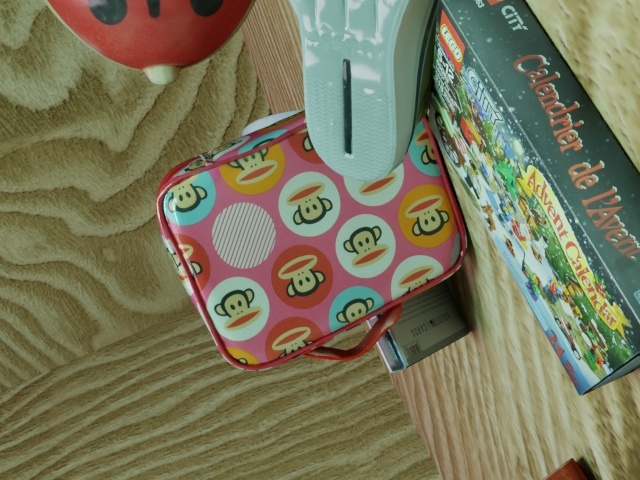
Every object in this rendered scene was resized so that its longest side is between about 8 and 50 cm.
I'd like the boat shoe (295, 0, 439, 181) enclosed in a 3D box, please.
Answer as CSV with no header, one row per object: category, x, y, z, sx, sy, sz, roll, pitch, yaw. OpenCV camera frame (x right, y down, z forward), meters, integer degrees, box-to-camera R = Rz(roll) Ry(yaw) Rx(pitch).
boat shoe,0.038,-0.179,0.516,0.109,0.094,0.302,21,138,17

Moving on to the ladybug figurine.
ladybug figurine,-0.189,-0.389,0.816,0.162,0.305,0.449,-124,25,-68

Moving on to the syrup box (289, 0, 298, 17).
syrup box,0.001,-0.262,0.657,0.096,0.093,0.236,74,172,-58

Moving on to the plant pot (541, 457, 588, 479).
plant pot,0.213,0.414,0.780,0.235,0.267,0.267,51,170,25

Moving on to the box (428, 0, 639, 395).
box,0.141,-0.028,0.491,0.159,0.044,0.233,74,171,-69

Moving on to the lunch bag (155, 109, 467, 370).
lunch bag,0.000,0.000,0.805,0.120,0.293,0.258,-145,32,-75

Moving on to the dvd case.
dvd case,0.089,0.028,0.959,0.179,0.030,0.238,-13,-103,-54

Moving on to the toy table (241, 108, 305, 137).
toy table,-0.027,-0.100,1.224,0.274,0.252,0.160,22,-119,-83
